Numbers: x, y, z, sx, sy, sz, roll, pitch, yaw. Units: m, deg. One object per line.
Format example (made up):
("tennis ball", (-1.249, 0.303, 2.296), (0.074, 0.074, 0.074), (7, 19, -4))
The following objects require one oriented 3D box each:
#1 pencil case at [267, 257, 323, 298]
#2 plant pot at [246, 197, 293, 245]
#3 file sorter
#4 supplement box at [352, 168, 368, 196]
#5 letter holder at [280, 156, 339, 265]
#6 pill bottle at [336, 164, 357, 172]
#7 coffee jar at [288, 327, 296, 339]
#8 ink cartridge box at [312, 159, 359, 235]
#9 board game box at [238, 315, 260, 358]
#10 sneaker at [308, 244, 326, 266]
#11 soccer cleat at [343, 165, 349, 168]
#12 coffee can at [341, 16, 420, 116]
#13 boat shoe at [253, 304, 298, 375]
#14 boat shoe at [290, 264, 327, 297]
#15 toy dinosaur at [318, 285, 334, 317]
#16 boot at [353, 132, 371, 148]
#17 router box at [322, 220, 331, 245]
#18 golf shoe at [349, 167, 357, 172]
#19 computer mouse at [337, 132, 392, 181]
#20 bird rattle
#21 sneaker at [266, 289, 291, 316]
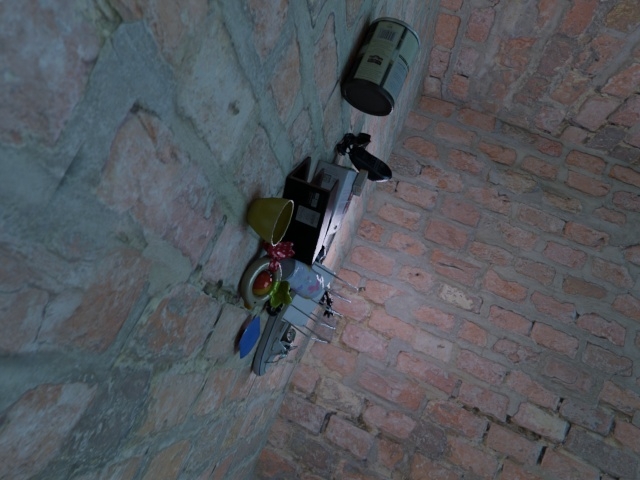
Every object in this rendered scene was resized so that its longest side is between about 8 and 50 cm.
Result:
("pencil case", (-0.089, 0.139, 1.797), (0.124, 0.113, 0.273), (-51, 148, 1))
("plant pot", (-0.145, -0.065, 1.318), (0.134, 0.095, 0.134), (22, 90, -79))
("file sorter", (0.001, 0.259, 1.981), (0.278, 0.173, 0.192), (-60, 147, -3))
("supplement box", (0.166, -0.242, 2.005), (0.062, 0.036, 0.099), (92, 19, -56))
("letter holder", (-0.035, -0.108, 1.664), (0.214, 0.151, 0.302), (-57, 166, -54))
("pill bottle", (0.123, -0.283, 2.148), (0.078, 0.137, 0.078), (23, 90, -81))
("coffee jar", (-0.182, 0.486, 2.388), (0.184, 0.078, 0.096), (18, 95, -80))
("ink cartridge box", (0.043, -0.175, 1.976), (0.309, 0.129, 0.272), (-22, 132, -76))
("board game box", (-0.271, 0.351, 1.758), (0.133, 0.033, 0.169), (-52, 157, -41))
("sneaker", (-0.034, 0.030, 2.051), (0.126, 0.127, 0.321), (-52, 160, -52))
("soccer cleat", (0.086, -0.269, 2.243), (0.072, 0.060, 0.179), (-68, -176, -73))
("coffee can", (0.219, -0.621, 1.727), (0.201, 0.201, 0.276), (67, 46, -76))
("boat shoe", (-0.177, 0.455, 2.119), (0.136, 0.156, 0.368), (-25, 136, -75))
("boat shoe", (-0.061, 0.224, 2.174), (0.267, 0.088, 0.096), (-37, 171, -18))
("toy dinosaur", (0.002, 0.261, 2.399), (0.321, 0.164, 0.219), (-23, 118, -48))
("boot", (0.198, -0.453, 2.342), (0.219, 0.082, 0.106), (-53, 160, -62))
("router box", (0.000, 0.000, 2.280), (0.243, 0.080, 0.309), (29, 84, -80))
("golf shoe", (0.153, -0.302, 2.454), (0.120, 0.105, 0.273), (-54, 168, 17))
("computer mouse", (0.187, -0.338, 2.073), (0.072, 0.272, 0.189), (-50, -175, 38))
("bird rattle", (-0.169, 0.118, 1.541), (0.206, 0.143, 0.254), (-34, 146, -43))
("sneaker", (-0.159, 0.212, 1.947), (0.209, 0.081, 0.094), (-59, 177, -14))
